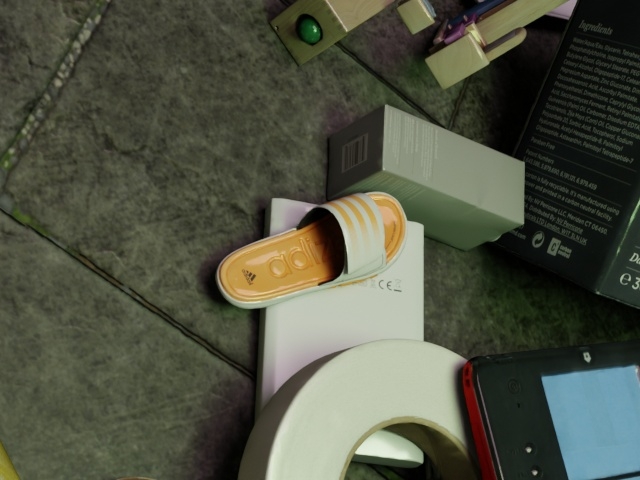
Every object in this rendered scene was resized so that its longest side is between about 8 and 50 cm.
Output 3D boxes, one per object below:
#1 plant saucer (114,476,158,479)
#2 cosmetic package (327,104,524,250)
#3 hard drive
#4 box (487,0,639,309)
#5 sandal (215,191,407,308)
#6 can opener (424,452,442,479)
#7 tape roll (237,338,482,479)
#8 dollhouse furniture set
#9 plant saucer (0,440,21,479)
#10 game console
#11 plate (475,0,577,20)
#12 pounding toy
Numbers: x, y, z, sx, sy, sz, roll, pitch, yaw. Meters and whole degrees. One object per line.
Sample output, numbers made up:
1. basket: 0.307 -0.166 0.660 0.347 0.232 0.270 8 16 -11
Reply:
1. plant saucer: -0.171 0.322 1.530 0.168 0.029 0.168 27 32 -19
2. cosmetic package: 0.139 -0.077 1.899 0.238 0.127 0.107 18 63 -33
3. hard drive: 0.026 0.110 1.764 0.203 0.040 0.307 10 66 -17
4. box: 0.549 -0.119 1.980 0.480 0.297 0.471 18 96 -30
5. sandal: 0.004 0.010 1.731 0.265 0.076 0.102 -23 78 -28
6. can opener: 0.117 0.316 1.773 0.095 0.076 0.283 1 68 -3
7. tape roll: 0.088 0.305 1.642 0.392 0.072 0.391 9 73 -31
8. dollhouse furniture set: 0.179 -0.404 1.938 0.303 0.198 0.286 57 18 -11
9. plant saucer: -0.464 0.167 1.375 0.333 0.081 0.332 -27 89 -40
10. game console: 0.346 0.290 1.741 0.387 0.060 0.341 -2 77 -39
11. plate: 0.305 -0.457 2.232 0.278 0.045 0.277 3 69 -36
12. pounding toy: 0.004 -0.305 1.887 0.141 0.130 0.100 -39 96 -40
